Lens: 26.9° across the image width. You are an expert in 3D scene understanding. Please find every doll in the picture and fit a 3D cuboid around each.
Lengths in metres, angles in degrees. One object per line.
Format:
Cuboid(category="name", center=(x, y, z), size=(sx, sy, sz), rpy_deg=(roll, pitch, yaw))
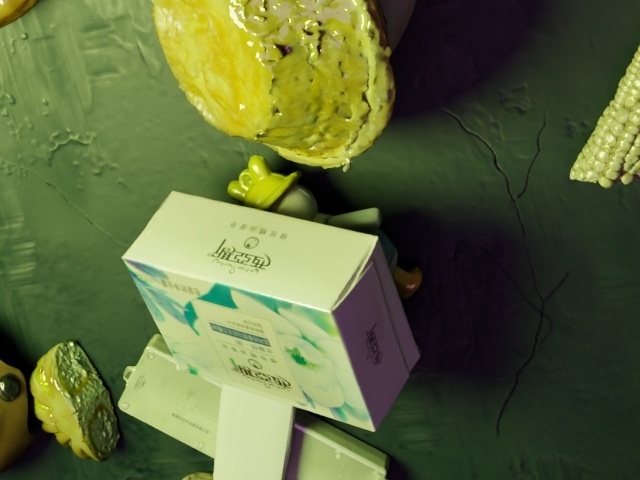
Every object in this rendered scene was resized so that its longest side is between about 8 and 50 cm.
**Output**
Cuboid(category="doll", center=(0.001, -0.001, 1.516), size=(0.241, 0.099, 0.135), rpy_deg=(40, 153, -6))

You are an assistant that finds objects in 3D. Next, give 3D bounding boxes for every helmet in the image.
Cuboid(category="helmet", center=(-0.464, 0.213, 1.654), size=(0.198, 0.130, 0.224), rpy_deg=(-1, 119, 29))

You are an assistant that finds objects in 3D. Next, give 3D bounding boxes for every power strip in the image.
Cuboid(category="power strip", center=(-0.076, 0.242, 1.662), size=(0.367, 0.043, 0.106), rpy_deg=(28, 115, -1))

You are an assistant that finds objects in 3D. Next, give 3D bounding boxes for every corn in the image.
Cuboid(category="corn", center=(0.342, -0.135, 1.400), size=(0.087, 0.087, 0.211), rpy_deg=(24, 117, 0))

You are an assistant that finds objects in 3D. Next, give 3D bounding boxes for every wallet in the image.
Cuboid(category="wallet", center=(-0.078, 0.226, 1.615), size=(0.095, 0.033, 0.190), rpy_deg=(10, 112, 8))

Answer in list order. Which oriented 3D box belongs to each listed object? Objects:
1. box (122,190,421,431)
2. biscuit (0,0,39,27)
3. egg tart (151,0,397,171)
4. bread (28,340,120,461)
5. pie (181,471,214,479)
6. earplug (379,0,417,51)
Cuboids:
Cuboid(category="box", center=(-0.052, 0.075, 1.463), size=(0.274, 0.116, 0.203), rpy_deg=(14, 144, 30))
Cuboid(category="biscuit", center=(-0.375, -0.367, 1.437), size=(0.213, 0.091, 0.274), rpy_deg=(-19, 105, 19))
Cuboid(category="egg tart", center=(-0.067, -0.210, 1.334), size=(0.341, 0.132, 0.341), rpy_deg=(38, 148, 30))
Cuboid(category="bread", center=(-0.320, 0.203, 1.680), size=(0.094, 0.083, 0.157), rpy_deg=(3, 115, 25))
Cuboid(category="pie", center=(-0.116, 0.384, 1.729), size=(0.195, 0.046, 0.195), rpy_deg=(4, 115, 9))
Cuboid(category="earplug", center=(0.043, -0.317, 1.347), size=(0.172, 0.172, 0.301), rpy_deg=(4, 119, 9))
